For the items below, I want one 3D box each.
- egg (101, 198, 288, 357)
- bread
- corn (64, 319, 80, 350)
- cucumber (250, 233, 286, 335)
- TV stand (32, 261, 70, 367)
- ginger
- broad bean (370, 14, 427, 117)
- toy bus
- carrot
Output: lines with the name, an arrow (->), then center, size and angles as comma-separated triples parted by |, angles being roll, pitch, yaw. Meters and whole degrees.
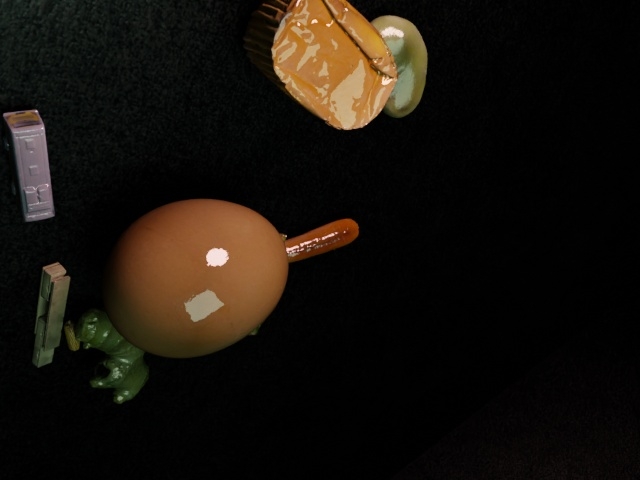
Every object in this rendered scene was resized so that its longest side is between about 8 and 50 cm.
egg -> -0.237, 0.068, 1.286 | 0.374, 0.301, 0.301 | -22, 137, -42
bread -> 0.000, -0.346, 1.230 | 0.288, 0.156, 0.204 | 23, 105, -36
corn -> -0.515, 0.196, 1.372 | 0.027, 0.028, 0.083 | -28, 140, -36
cucumber -> -0.145, 0.090, 1.530 | 0.134, 0.134, 0.244 | 19, 104, -48
TV stand -> -0.538, 0.156, 1.310 | 0.036, 0.042, 0.249 | -26, 143, -52
ginger -> -0.444, 0.246, 1.426 | 0.137, 0.089, 0.290 | -26, 138, -29
broad bean -> 0.157, -0.366, 1.402 | 0.169, 0.100, 0.228 | -44, 137, 2
toy bus -> -0.478, -0.119, 1.092 | 0.064, 0.075, 0.190 | -16, 132, -31
carrot -> 0.000, 0.000, 1.612 | 0.225, 0.067, 0.067 | -19, 135, -24
